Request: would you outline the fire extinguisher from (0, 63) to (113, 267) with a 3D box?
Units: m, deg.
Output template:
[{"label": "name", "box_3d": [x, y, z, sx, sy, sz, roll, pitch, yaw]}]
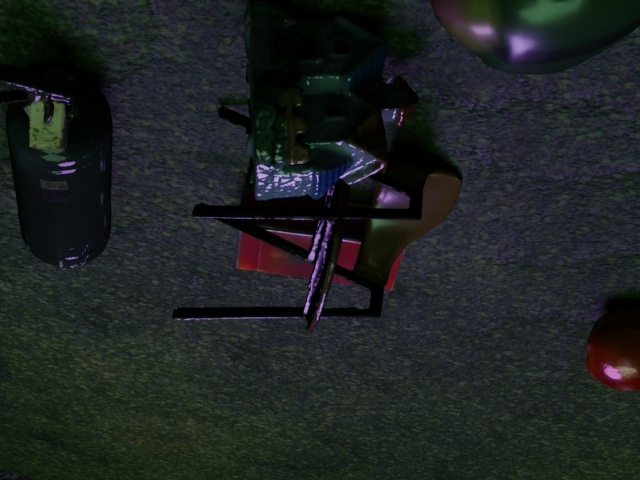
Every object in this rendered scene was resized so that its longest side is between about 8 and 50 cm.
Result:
[{"label": "fire extinguisher", "box_3d": [-0.251, -0.076, 1.192, 0.114, 0.095, 0.311, 3, 155, -10]}]

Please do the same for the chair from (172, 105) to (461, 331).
[{"label": "chair", "box_3d": [0.004, -0.009, 1.184, 0.247, 0.172, 0.159, 14, 140, -3]}]

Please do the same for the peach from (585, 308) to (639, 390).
[{"label": "peach", "box_3d": [0.356, 0.124, 1.435, 0.100, 0.101, 0.101, 7, 154, 3]}]

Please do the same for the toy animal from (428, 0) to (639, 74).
[{"label": "toy animal", "box_3d": [0.132, -0.224, 0.672, 0.191, 0.216, 0.338, -19, 157, -5]}]

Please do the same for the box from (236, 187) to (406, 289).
[{"label": "box", "box_3d": [0.000, -0.001, 1.330, 0.175, 0.048, 0.112, 8, 155, -2]}]

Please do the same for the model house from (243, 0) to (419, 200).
[{"label": "model house", "box_3d": [0.013, -0.112, 1.012, 0.148, 0.148, 0.119, -3, 151, -7]}]
